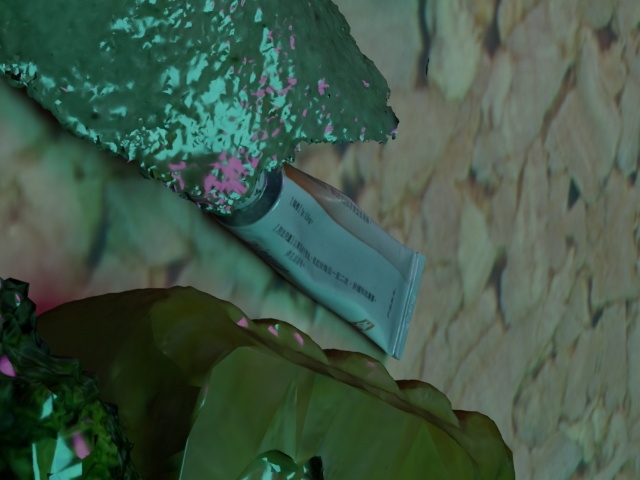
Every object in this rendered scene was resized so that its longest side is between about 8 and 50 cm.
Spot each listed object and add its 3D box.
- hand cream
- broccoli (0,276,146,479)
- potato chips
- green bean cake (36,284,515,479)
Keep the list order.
[{"bbox_3d":[0.002,-0.001,0.707,0.052,0.038,0.216,-50,147,1],"label":"hand cream"},{"bbox_3d":[-0.148,0.134,0.331,0.297,0.297,0.297,-8,112,-21],"label":"broccoli"},{"bbox_3d":[-0.052,-0.093,0.581,0.228,0.059,0.167,-27,117,-48],"label":"potato chips"},{"bbox_3d":[-0.030,0.156,0.568,0.233,0.124,0.236,30,65,-35],"label":"green bean cake"}]
